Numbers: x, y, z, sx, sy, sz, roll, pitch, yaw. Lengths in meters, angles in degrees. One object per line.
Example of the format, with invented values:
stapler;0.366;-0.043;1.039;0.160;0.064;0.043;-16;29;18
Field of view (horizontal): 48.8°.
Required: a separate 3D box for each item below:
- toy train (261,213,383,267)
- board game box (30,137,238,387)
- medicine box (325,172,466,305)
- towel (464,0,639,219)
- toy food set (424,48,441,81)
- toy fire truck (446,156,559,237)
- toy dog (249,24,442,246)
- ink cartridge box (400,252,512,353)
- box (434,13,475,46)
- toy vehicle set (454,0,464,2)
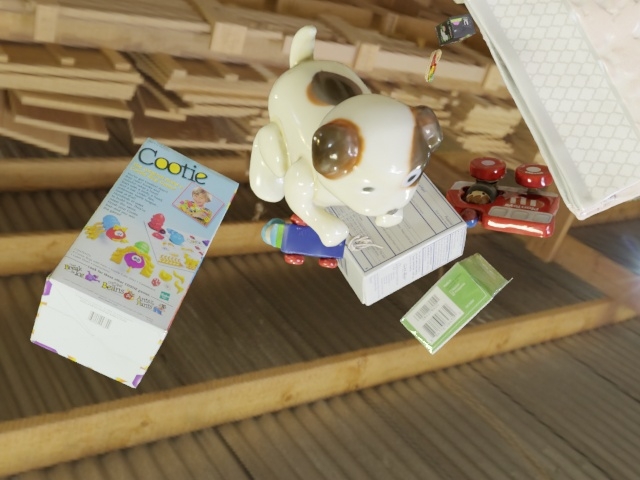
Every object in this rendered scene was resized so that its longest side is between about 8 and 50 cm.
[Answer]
toy train;0.000;0.000;1.584;0.248;0.105;0.143;7;-176;-33
board game box;-0.232;0.022;0.914;0.144;0.142;0.275;27;-136;-8
medicine box;0.167;-0.031;1.744;0.290;0.149;0.263;-26;-122;-11
towel;0.359;-0.233;0.781;0.331;0.317;0.053;65;-160;9
toy food set;0.284;-0.441;1.787;0.020;0.082;0.083;18;-150;10
toy fire truck;0.480;-0.097;1.877;0.303;0.169;0.254;11;-152;23
toy dog;0.062;-0.187;1.317;0.285;0.395;0.408;-4;-159;-21
ink cartridge box;0.191;0.077;0.963;0.062;0.109;0.209;47;-161;13
box;0.330;-0.516;1.728;0.062;0.052;0.083;-17;-174;-15
toy vehicle set;0.338;-0.592;1.327;0.166;0.266;0.035;-4;-147;2
